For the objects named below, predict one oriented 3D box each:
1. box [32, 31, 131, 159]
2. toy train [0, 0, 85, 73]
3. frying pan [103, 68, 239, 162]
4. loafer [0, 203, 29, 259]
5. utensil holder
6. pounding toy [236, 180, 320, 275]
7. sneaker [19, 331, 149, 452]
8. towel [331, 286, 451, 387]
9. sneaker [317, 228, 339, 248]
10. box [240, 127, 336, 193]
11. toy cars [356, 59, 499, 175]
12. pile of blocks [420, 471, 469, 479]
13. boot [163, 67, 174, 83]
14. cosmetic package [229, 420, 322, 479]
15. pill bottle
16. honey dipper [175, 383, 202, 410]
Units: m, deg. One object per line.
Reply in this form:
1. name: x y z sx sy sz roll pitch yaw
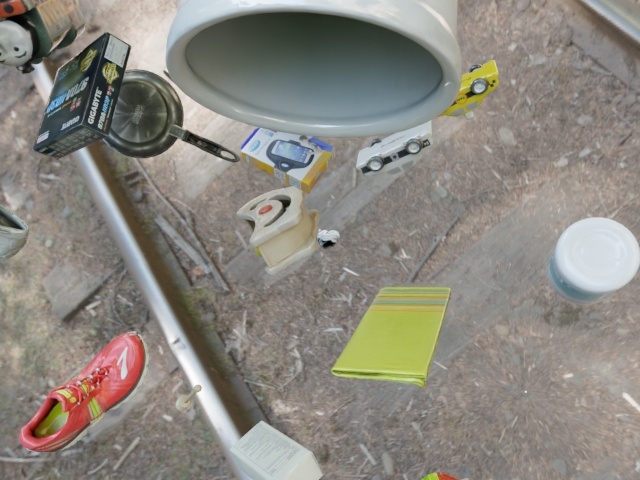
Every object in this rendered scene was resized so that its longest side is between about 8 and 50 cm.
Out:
1. box: -0.428 -0.251 0.958 0.220 0.051 0.175 -5 70 43
2. toy train: -0.499 -0.404 0.902 0.142 0.190 0.334 -16 33 -2
3. frying pan: -0.364 -0.238 1.215 0.197 0.053 0.326 -44 103 -2
4. loafer: -0.787 -0.091 1.174 0.111 0.319 0.112 -41 21 26
5. utensil holder: 0.006 -0.359 0.639 0.327 0.327 0.386 1 80 21
6. pounding toy: -0.099 -0.065 1.033 0.154 0.155 0.270 -21 26 13
7. sneaker: -0.437 0.288 1.002 0.107 0.118 0.279 39 82 17
8. towel: 0.095 0.106 0.646 0.102 0.237 0.021 -2 105 20
9. sneaker: 0.000 0.000 1.482 0.098 0.038 0.069 -1 36 17
10. box: -0.054 -0.134 0.812 0.136 0.028 0.081 28 64 12
11. toy cars: 0.255 -0.260 1.223 0.393 0.087 0.176 -42 27 -10
12. pile of blocks: 0.134 0.507 1.011 0.361 0.149 0.113 -17 54 -9
13. boot: -0.421 -0.572 1.768 0.077 0.213 0.165 45 95 2
14. cosmetic package: -0.057 0.277 0.672 0.060 0.041 0.115 -35 24 -28
15. pill bottle: 0.553 0.053 1.114 0.146 0.264 0.146 -4 76 17
16. honey dipper: -0.300 0.357 1.225 0.161 0.030 0.031 -49 54 51
